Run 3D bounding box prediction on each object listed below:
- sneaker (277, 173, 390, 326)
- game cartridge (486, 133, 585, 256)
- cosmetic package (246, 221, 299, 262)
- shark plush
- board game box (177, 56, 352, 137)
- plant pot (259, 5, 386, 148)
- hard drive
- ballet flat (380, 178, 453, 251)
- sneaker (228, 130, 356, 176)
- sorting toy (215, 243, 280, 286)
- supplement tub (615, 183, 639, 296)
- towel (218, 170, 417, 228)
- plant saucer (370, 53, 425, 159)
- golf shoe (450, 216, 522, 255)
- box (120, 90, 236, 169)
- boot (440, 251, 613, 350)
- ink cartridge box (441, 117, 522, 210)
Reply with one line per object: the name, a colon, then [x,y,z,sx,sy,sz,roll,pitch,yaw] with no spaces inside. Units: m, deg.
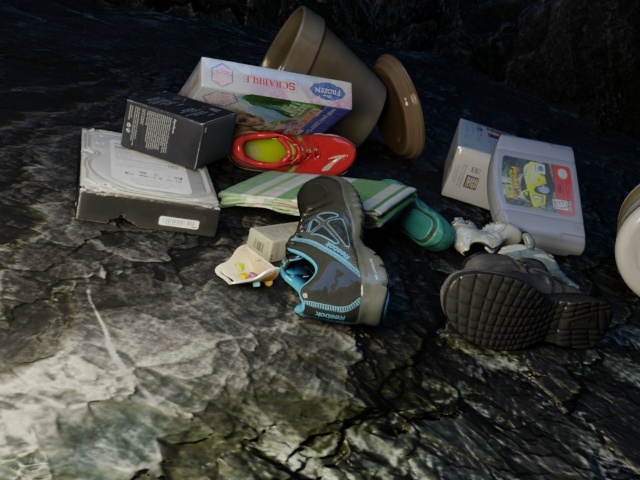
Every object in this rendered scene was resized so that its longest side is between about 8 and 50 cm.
sneaker: [0.000,0.000,1.366,0.139,0.125,0.341,1,33,-16]
game cartridge: [0.458,-0.105,1.882,0.196,0.060,0.294,7,53,-3]
cosmetic package: [-0.063,0.002,1.480,0.115,0.041,0.060,-8,30,-45]
shark plush: [0.417,0.058,1.684,0.161,0.073,0.067,39,45,6]
board game box: [-0.142,-0.271,1.848,0.318,0.066,0.318,5,-15,-22]
plant pot: [-0.002,-0.365,2.144,0.280,0.323,0.323,25,17,-17]
hard drive: [-0.318,-0.113,1.577,0.237,0.064,0.339,8,21,-17]
ballet flat: [0.186,-0.043,1.732,0.087,0.083,0.247,31,10,-33]
sneaker: [-0.057,-0.176,1.825,0.279,0.107,0.118,0,2,-9]
sorting toy: [-0.118,0.048,1.334,0.075,0.045,0.083,-13,34,-37]
supplement tub: [0.720,-0.012,1.773,0.228,0.228,0.316,20,22,14]
towel: [-0.002,-0.083,1.647,0.325,0.038,0.248,7,18,21]
plant saucer: [0.187,-0.334,2.222,0.041,0.278,0.278,-19,30,-12]
golf shoe: [0.331,0.008,1.724,0.176,0.069,0.086,2,44,-24]
box: [-0.263,-0.209,1.638,0.158,0.093,0.156,19,20,13]
boot: [0.290,0.085,1.437,0.338,0.118,0.223,15,15,-31]
ink cartridge box: [0.444,-0.168,2.124,0.272,0.130,0.309,18,22,4]
